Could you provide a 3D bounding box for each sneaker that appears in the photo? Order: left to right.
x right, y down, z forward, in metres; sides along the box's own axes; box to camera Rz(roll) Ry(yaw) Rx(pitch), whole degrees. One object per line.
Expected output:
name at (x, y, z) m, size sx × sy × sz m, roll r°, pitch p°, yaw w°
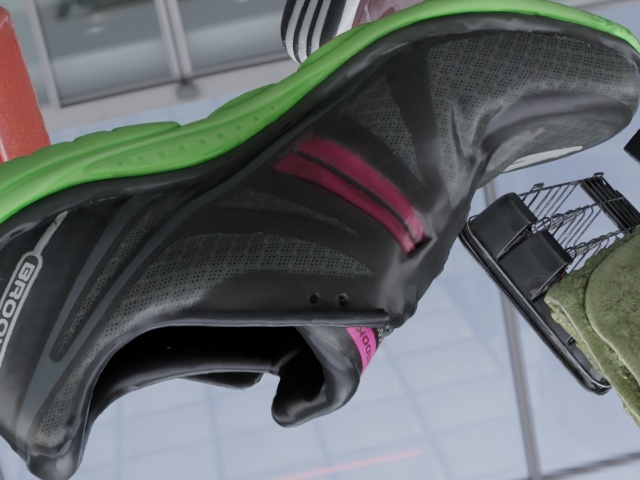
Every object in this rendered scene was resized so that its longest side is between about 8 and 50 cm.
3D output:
sneaker at (0.000, 0.000, 0.815) m, size 0.483 × 0.202 × 0.185 m, roll -25°, pitch 163°, yaw -16°
sneaker at (0.072, -0.280, 1.271) m, size 0.163 × 0.281 × 0.106 m, roll 19°, pitch -176°, yaw -45°

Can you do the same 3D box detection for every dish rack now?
dish rack at (0.275, 0.027, 1.314) m, size 0.074 × 0.208 × 0.271 m, roll -47°, pitch 162°, yaw 30°

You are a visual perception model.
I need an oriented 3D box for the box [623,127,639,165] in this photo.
box at (0.421, -0.055, 1.364) m, size 0.093 × 0.158 × 0.156 m, roll -49°, pitch -143°, yaw 9°

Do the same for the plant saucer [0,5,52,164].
plant saucer at (-0.387, -0.094, 1.259) m, size 0.259 × 0.258 × 0.047 m, roll -1°, pitch -141°, yaw 11°

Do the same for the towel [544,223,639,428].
towel at (0.156, 0.031, 0.496) m, size 0.148 × 0.110 × 0.027 m, roll -32°, pitch 172°, yaw -40°
